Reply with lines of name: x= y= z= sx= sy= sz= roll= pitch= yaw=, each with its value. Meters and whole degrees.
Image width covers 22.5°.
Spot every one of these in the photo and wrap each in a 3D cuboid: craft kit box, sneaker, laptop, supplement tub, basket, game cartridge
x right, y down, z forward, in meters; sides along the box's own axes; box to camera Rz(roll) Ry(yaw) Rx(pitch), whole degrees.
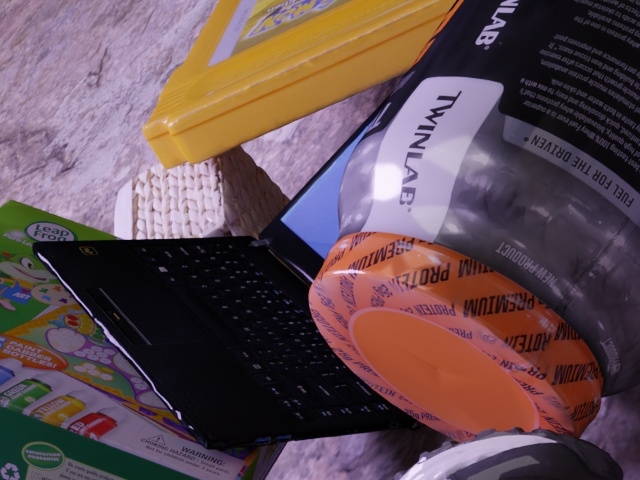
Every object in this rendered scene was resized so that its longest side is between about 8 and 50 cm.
craft kit box: x=-0.133 y=0.072 z=0.973 sx=0.246 sy=0.250 sz=0.061 roll=-51 pitch=-22 yaw=-68
sneaker: x=0.047 y=0.194 z=0.789 sx=0.271 sy=0.100 sz=0.108 roll=-44 pitch=35 yaw=20
laptop: x=0.000 y=0.000 z=0.979 sx=0.234 sy=0.264 sz=0.136 roll=41 pitch=123 yaw=46
supplement tub: x=0.138 y=-0.055 z=0.847 sx=0.193 sy=0.193 sz=0.316 roll=-4 pitch=45 yaw=54
basket: x=-0.079 y=0.008 z=1.194 sx=0.103 sy=0.113 sz=0.167 roll=-35 pitch=28 yaw=15
game cartridge: x=0.021 y=-0.181 z=1.232 sx=0.285 sy=0.052 sz=0.323 roll=-23 pitch=20 yaw=18
